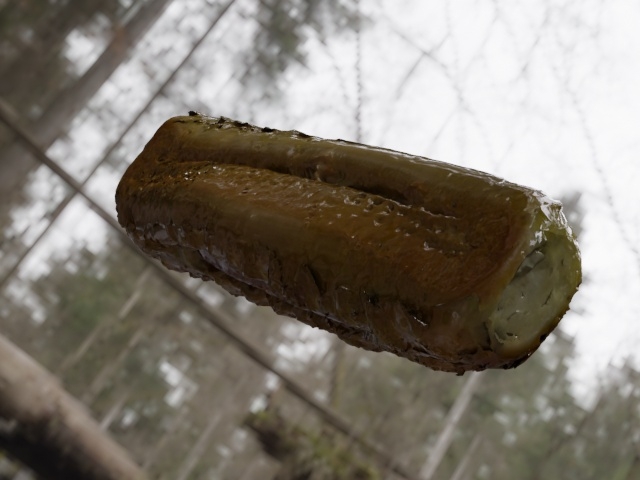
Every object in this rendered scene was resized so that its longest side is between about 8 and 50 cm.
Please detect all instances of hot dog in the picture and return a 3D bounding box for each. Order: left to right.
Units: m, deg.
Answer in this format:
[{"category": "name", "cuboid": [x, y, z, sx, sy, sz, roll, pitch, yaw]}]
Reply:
[{"category": "hot dog", "cuboid": [0.001, -0.001, 0.745, 0.068, 0.083, 0.289, 57, -19, -25]}]
